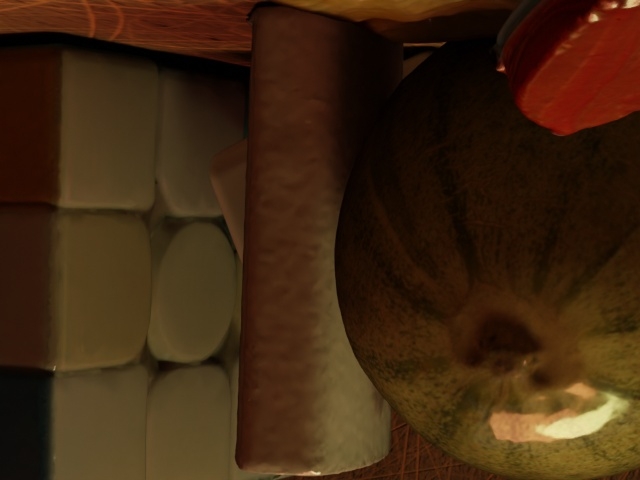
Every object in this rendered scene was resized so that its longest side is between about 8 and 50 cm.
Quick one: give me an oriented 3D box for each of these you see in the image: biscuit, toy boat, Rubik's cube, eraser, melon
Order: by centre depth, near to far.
[{"bbox_3d":[0.108,-0.089,0.585,0.069,0.058,0.173,1,163,-9],"label":"toy boat"},{"bbox_3d":[0.074,-0.114,0.677,0.183,0.039,0.174,1,178,24],"label":"biscuit"},{"bbox_3d":[0.130,-0.002,0.825,0.249,0.248,0.329,2,-165,19],"label":"melon"},{"bbox_3d":[0.000,0.000,0.962,0.095,0.270,0.174,3,180,14],"label":"eraser"},{"bbox_3d":[-0.233,0.029,1.270,0.344,0.347,0.346,1,179,30],"label":"Rubik's cube"}]

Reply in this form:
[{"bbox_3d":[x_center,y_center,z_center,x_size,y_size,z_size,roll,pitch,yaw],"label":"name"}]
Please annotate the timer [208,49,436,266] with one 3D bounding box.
[{"bbox_3d":[0.062,-0.010,1.169,0.195,0.194,0.192,-24,171,21],"label":"timer"}]
